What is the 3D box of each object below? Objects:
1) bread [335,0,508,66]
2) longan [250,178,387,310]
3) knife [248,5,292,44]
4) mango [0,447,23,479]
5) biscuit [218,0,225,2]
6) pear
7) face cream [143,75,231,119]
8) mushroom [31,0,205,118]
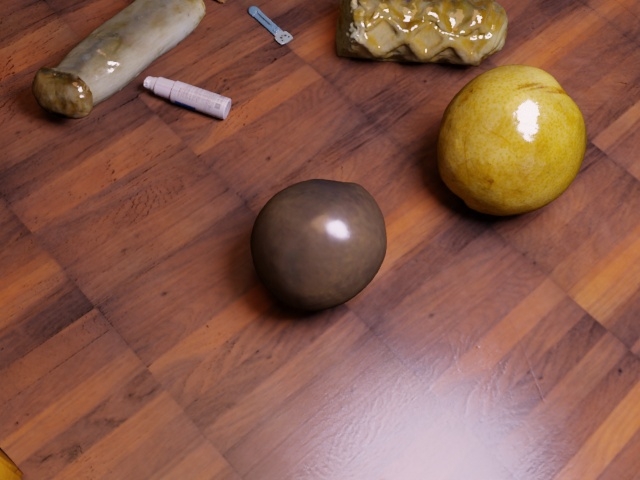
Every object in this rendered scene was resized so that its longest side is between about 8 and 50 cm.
[{"bbox_3d":[0.163,-0.345,1.243,0.267,0.130,0.152,3,50,-6],"label":"bread"},{"bbox_3d":[0.000,0.000,1.000,0.167,0.167,0.187,34,39,12],"label":"longan"},{"bbox_3d":[-0.084,-0.353,1.281,0.027,0.010,0.096,-36,70,-25],"label":"knife"},{"bbox_3d":[-0.445,0.230,0.811,0.236,0.136,0.166,36,64,19],"label":"mango"},{"bbox_3d":[-0.162,-0.504,1.349,0.144,0.033,0.224,27,59,8],"label":"biscuit"},{"bbox_3d":[0.260,-0.132,1.090,0.208,0.209,0.209,3,59,-6],"label":"pear"},{"bbox_3d":[-0.199,-0.216,1.169,0.130,0.034,0.034,19,59,3],"label":"face cream"},{"bbox_3d":[-0.296,-0.285,1.175,0.100,0.081,0.312,33,56,9],"label":"mushroom"}]
